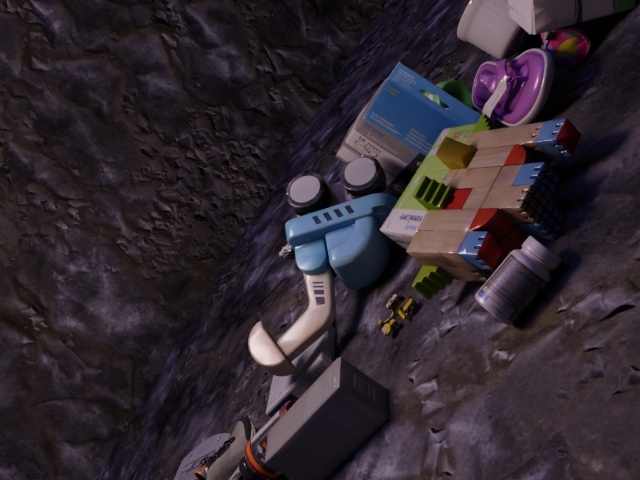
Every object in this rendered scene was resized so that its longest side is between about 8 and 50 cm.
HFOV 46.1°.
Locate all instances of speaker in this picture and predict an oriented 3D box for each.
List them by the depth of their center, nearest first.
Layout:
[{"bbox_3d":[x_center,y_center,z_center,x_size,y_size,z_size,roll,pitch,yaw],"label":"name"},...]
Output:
[{"bbox_3d":[0.298,-0.349,2.076,0.131,0.131,0.296,-59,16,-16],"label":"speaker"}]

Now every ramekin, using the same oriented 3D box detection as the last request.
[{"bbox_3d":[0.475,-0.582,1.854,0.277,0.135,0.277,-49,-12,-14],"label":"ramekin"}]

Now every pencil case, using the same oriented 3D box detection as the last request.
[{"bbox_3d":[0.533,-0.464,1.670,0.104,0.104,0.236,-44,17,34],"label":"pencil case"}]

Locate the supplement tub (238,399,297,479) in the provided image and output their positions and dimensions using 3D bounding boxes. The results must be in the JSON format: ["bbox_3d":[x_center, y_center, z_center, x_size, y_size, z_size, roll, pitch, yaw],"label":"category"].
[{"bbox_3d":[-0.093,0.445,1.628,0.198,0.106,0.106,-49,16,22],"label":"supplement tub"}]

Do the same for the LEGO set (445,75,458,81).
[{"bbox_3d":[0.381,-0.469,2.269,0.083,0.023,0.054,-52,16,10],"label":"LEGO set"}]

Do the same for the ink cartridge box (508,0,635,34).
[{"bbox_3d":[0.524,-0.524,1.588,0.219,0.092,0.160,-15,32,0],"label":"ink cartridge box"}]

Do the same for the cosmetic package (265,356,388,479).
[{"bbox_3d":[0.010,0.360,1.462,0.238,0.127,0.107,-46,18,23],"label":"cosmetic package"}]

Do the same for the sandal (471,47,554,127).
[{"bbox_3d":[0.402,-0.340,1.695,0.416,0.102,0.169,-133,49,-80],"label":"sandal"}]

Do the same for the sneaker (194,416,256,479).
[{"bbox_3d":[-0.240,0.550,1.844,0.100,0.108,0.271,-39,21,50],"label":"sneaker"}]

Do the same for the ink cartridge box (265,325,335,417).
[{"bbox_3d":[-0.046,0.309,1.879,0.223,0.045,0.224,-48,16,22],"label":"ink cartridge box"}]

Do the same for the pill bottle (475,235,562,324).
[{"bbox_3d":[0.324,0.064,1.227,0.137,0.078,0.078,-52,16,11],"label":"pill bottle"}]

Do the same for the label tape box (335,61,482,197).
[{"bbox_3d":[0.204,-0.249,1.826,0.106,0.240,0.334,-61,5,-25],"label":"label tape box"}]

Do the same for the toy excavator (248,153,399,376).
[{"bbox_3d":[0.018,0.068,1.818,0.433,0.222,0.445,-18,55,11],"label":"toy excavator"}]

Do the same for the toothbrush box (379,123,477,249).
[{"bbox_3d":[0.279,-0.102,1.626,0.283,0.122,0.206,-56,15,-6],"label":"toothbrush box"}]

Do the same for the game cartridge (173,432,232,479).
[{"bbox_3d":[-0.319,0.627,2.019,0.297,0.062,0.198,-39,18,46],"label":"game cartridge"}]

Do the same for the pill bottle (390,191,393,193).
[{"bbox_3d":[0.151,-0.129,2.097,0.103,0.103,0.184,-51,16,13],"label":"pill bottle"}]

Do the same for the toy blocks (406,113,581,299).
[{"bbox_3d":[0.330,-0.069,1.365,0.261,0.191,0.381,2,58,59],"label":"toy blocks"}]

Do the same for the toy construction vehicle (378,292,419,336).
[{"bbox_3d":[0.166,0.157,1.603,0.098,0.035,0.086,-55,26,8],"label":"toy construction vehicle"}]

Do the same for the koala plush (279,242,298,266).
[{"bbox_3d":[0.000,0.000,2.137,0.221,0.196,0.203,-48,26,11],"label":"koala plush"}]
